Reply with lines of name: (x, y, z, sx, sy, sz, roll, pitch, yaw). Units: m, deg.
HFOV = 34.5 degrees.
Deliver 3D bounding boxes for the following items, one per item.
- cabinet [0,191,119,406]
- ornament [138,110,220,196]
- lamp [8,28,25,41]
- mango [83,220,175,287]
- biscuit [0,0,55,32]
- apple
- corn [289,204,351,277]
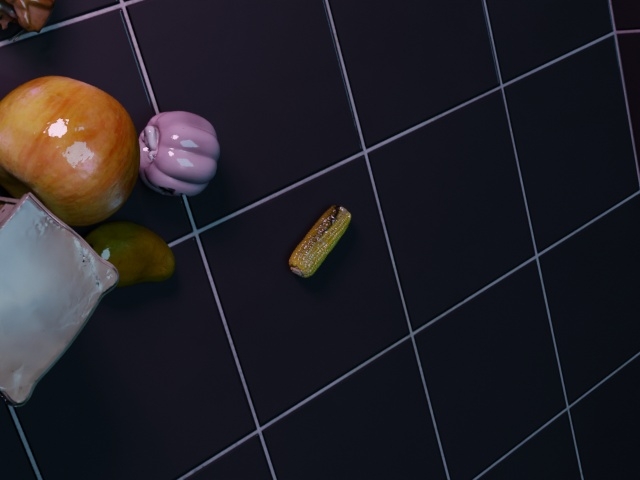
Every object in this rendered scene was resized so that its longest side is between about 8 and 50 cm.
cabinet: (-0.574, 0.089, 1.803, 0.227, 0.318, 0.290, 46, 68, -31)
ornament: (-0.294, -0.176, 2.074, 0.177, 0.177, 0.177, -6, 100, -37)
lamp: (-0.596, -0.422, 1.894, 0.121, 0.041, 0.054, 49, 59, -28)
mango: (-0.388, 0.030, 2.078, 0.227, 0.099, 0.136, 11, 85, -46)
biscuit: (-0.628, -0.513, 1.785, 0.366, 0.115, 0.268, 7, 84, -34)
apple: (-0.467, -0.167, 1.883, 0.286, 0.286, 0.233, 47, 65, -32)
corn: (0.000, 0.000, 2.390, 0.203, 0.072, 0.072, -52, 123, -22)
